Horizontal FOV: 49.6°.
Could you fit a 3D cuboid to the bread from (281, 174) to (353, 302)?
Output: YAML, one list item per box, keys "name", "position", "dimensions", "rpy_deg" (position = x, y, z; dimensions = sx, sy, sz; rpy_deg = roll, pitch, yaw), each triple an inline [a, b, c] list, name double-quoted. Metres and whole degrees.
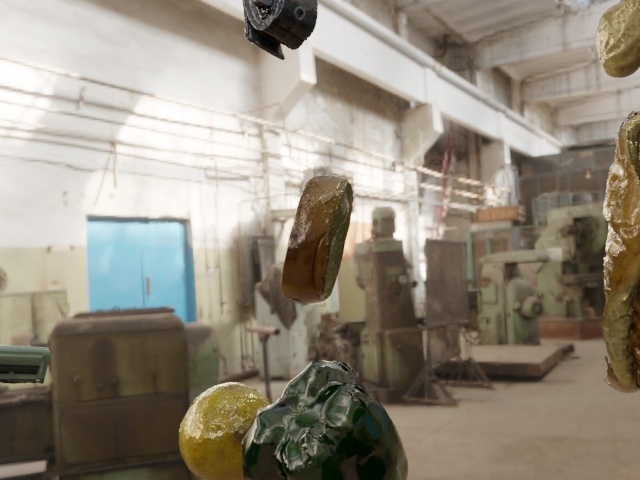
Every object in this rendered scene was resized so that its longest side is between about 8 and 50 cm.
- name: "bread"
  position: [0.000, 0.000, 1.169]
  dimensions: [0.070, 0.236, 0.236]
  rpy_deg: [12, 0, 9]

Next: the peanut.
- name: "peanut"
  position: [0.450, -0.325, 0.986]
  dimensions: [0.082, 0.187, 0.082]
  rpy_deg: [25, 6, -3]

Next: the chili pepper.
- name: "chili pepper"
  position: [0.018, 0.262, 0.804]
  dimensions: [0.165, 0.261, 0.174]
  rpy_deg: [12, 48, 34]

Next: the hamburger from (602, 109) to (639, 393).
- name: "hamburger"
  position: [0.339, 0.013, 0.636]
  dimensions: [0.145, 0.259, 0.283]
  rpy_deg: [1, -43, 34]

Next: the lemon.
- name: "lemon"
  position: [-0.222, 0.485, 1.729]
  dimensions: [0.258, 0.258, 0.310]
  rpy_deg: [-3, -23, -16]

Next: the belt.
- name: "belt"
  position: [-0.091, -0.470, 1.302]
  dimensions: [0.122, 0.218, 0.128]
  rpy_deg: [-30, -34, 33]

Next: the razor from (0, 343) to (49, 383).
- name: "razor"
  position: [-0.384, 0.147, 0.729]
  dimensions: [0.111, 0.056, 0.278]
  rpy_deg: [10, -27, -36]
